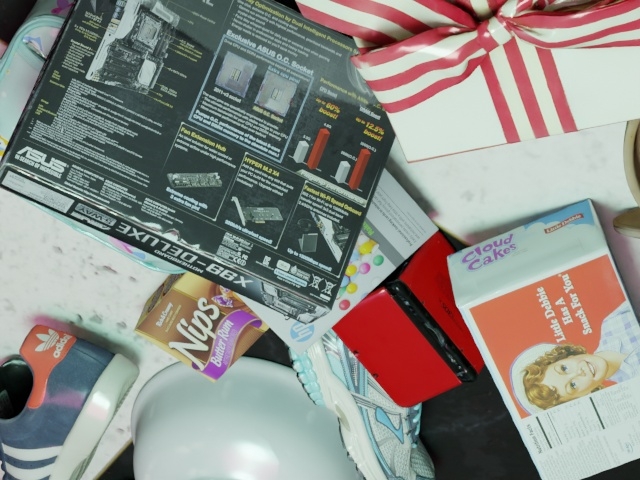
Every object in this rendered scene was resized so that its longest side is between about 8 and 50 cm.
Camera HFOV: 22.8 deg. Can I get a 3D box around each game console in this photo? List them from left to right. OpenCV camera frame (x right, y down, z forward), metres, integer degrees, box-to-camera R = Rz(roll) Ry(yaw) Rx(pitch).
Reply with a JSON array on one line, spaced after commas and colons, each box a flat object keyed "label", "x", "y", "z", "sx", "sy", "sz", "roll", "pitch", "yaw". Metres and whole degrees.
[{"label": "game console", "x": 0.099, "y": 0.080, "z": 1.601, "sx": 0.085, "sy": 0.124, "sz": 0.144, "roll": -5, "pitch": 132, "yaw": 49}]

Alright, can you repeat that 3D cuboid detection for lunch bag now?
[{"label": "lunch bag", "x": -0.191, "y": -0.108, "z": 1.511, "sx": 0.279, "sy": 0.108, "sz": 0.224, "roll": 31, "pitch": 131, "yaw": -11}]

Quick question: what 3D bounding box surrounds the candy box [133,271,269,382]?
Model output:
[{"label": "candy box", "x": -0.104, "y": 0.061, "z": 1.669, "sx": 0.109, "sy": 0.053, "sz": 0.187, "roll": 34, "pitch": 129, "yaw": -13}]

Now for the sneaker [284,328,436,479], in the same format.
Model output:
[{"label": "sneaker", "x": 0.072, "y": 0.170, "z": 1.678, "sx": 0.122, "sy": 0.110, "sz": 0.283, "roll": -24, "pitch": 127, "yaw": 13}]

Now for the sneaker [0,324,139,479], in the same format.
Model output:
[{"label": "sneaker", "x": -0.335, "y": 0.225, "z": 1.840, "sx": 0.148, "sy": 0.131, "sz": 0.350, "roll": 31, "pitch": 126, "yaw": -2}]

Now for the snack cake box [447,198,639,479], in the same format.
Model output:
[{"label": "snack cake box", "x": 0.242, "y": 0.108, "z": 1.557, "sx": 0.152, "sy": 0.089, "sz": 0.264, "roll": -21, "pitch": 123, "yaw": 10}]

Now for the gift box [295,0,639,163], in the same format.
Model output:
[{"label": "gift box", "x": 0.130, "y": -0.231, "z": 1.213, "sx": 0.255, "sy": 0.258, "sz": 0.276, "roll": -15, "pitch": 125, "yaw": 26}]

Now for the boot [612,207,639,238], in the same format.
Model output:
[{"label": "boot", "x": 0.342, "y": 0.009, "z": 1.503, "sx": 0.118, "sy": 0.042, "sz": 0.087, "roll": -3, "pitch": 131, "yaw": 19}]

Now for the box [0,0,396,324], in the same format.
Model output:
[{"label": "box", "x": -0.095, "y": -0.100, "z": 1.386, "sx": 0.307, "sy": 0.242, "sz": 0.076, "roll": 24, "pitch": 161, "yaw": -12}]

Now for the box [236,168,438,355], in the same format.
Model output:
[{"label": "box", "x": 0.000, "y": 0.000, "z": 1.523, "sx": 0.186, "sy": 0.038, "sz": 0.145, "roll": -41, "pitch": 121, "yaw": 3}]

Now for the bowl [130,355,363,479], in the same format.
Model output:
[{"label": "bowl", "x": -0.091, "y": 0.280, "z": 1.800, "sx": 0.297, "sy": 0.134, "sz": 0.298, "roll": 8, "pitch": 132, "yaw": 9}]

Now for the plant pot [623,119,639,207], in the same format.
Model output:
[{"label": "plant pot", "x": 0.380, "y": -0.100, "z": 1.352, "sx": 0.237, "sy": 0.110, "sz": 0.237, "roll": 8, "pitch": 132, "yaw": 9}]
